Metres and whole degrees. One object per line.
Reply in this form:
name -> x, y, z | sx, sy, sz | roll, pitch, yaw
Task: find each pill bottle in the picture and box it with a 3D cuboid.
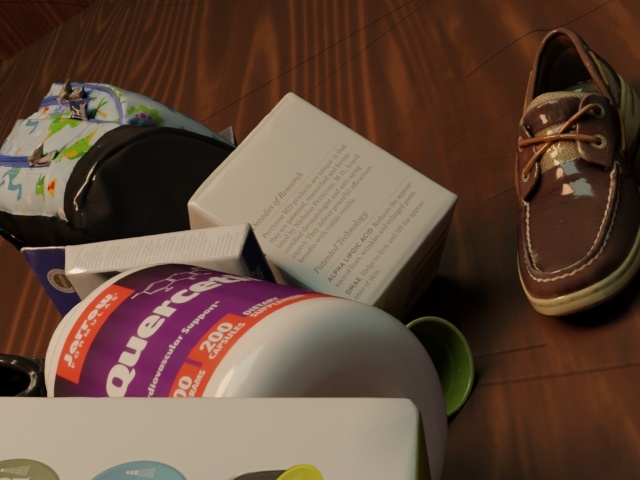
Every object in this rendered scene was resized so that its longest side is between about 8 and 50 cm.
pill bottle -> -0.073, 0.113, 0.883 | 0.181, 0.181, 0.323 | -48, 29, -21

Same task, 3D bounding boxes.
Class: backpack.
backpack -> -0.209, -0.043, 1.355 | 0.355, 0.290, 0.274 | -11, 63, 49

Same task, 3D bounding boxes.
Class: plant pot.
plant pot -> 0.071, 0.109, 1.056 | 0.083, 0.083, 0.079 | -52, 18, -27

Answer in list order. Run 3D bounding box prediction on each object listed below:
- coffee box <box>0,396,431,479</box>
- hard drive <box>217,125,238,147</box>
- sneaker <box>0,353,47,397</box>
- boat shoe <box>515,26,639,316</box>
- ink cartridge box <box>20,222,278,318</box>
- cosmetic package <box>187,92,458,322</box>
coffee box -> -0.114, 0.301, 0.559 | 0.334, 0.338, 0.338 | -1, 36, 9
hard drive -> -0.168, -0.034, 1.585 | 0.172, 0.054, 0.255 | -29, 28, 16
sneaker -> -0.335, 0.162, 1.252 | 0.227, 0.130, 0.087 | -19, 65, 36
boat shoe -> 0.215, -0.075, 1.115 | 0.123, 0.123, 0.342 | -19, 31, 31
ink cartridge box -> -0.128, 0.088, 1.101 | 0.223, 0.223, 0.045 | -6, 41, 22
cosmetic package -> 0.000, 0.000, 1.132 | 0.183, 0.151, 0.151 | 33, 65, 15
